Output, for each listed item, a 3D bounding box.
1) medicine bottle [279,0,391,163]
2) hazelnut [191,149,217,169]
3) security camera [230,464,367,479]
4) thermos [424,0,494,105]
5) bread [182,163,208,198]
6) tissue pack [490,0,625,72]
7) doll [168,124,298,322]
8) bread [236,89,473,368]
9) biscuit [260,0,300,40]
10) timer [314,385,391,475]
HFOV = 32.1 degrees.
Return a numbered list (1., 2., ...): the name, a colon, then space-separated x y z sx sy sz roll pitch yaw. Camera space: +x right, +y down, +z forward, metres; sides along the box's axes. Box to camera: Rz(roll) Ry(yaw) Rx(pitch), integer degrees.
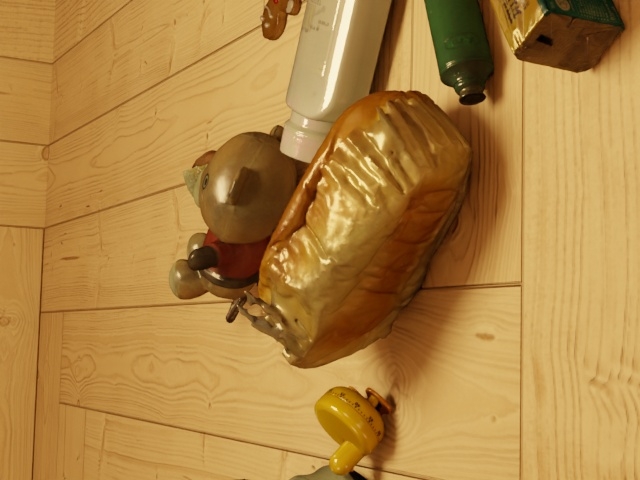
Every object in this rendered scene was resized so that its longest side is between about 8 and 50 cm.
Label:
1. medicine bottle: 0.022 -0.265 1.660 0.161 0.111 0.296 39 118 60
2. hazelnut: -0.202 -0.128 2.095 0.086 0.086 0.086 -14 74 61
3. security camera: -0.068 0.414 1.550 0.191 0.277 0.197 -48 45 50
4. thermos: 0.172 -0.258 1.413 0.083 0.073 0.188 -39 53 52
5. bread: -0.171 -0.089 2.010 0.193 0.036 0.112 -9 100 40
6. tissue pack: 0.246 -0.277 1.228 0.082 0.120 0.169 -50 45 45
7. doll: -0.138 -0.028 1.857 0.235 0.174 0.330 -55 -13 -54
8. bread: 0.048 -0.015 1.468 0.183 0.236 0.389 47 116 29
9. biscuit: -0.066 -0.441 1.930 0.138 0.031 0.205 62 140 45
10. timer: 0.035 0.261 1.559 0.107 0.109 0.107 36 153 22
